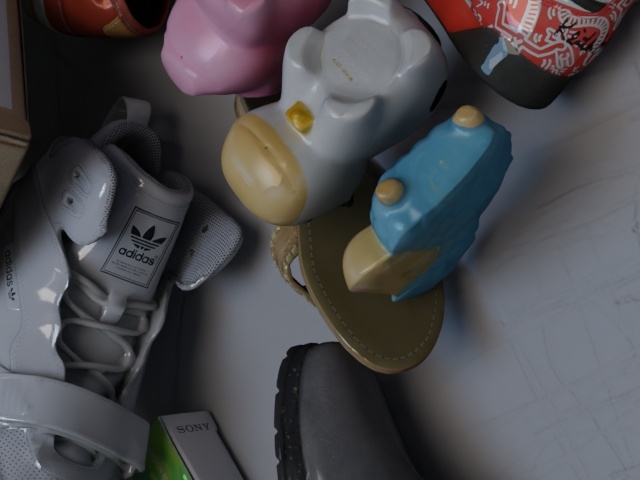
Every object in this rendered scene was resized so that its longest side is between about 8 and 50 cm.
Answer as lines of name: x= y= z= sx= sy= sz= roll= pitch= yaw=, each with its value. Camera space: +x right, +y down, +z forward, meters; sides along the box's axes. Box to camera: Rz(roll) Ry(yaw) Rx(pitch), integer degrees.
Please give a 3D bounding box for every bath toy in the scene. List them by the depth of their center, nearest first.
bath toy: x=-0.029 y=-0.126 z=1.129 sx=0.151 sy=0.129 sz=0.348 roll=-36 pitch=69 yaw=-1

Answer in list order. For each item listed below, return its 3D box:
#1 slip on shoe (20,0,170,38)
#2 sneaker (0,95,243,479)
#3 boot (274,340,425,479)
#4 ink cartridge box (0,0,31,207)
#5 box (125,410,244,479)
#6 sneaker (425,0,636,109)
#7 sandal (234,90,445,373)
slip on shoe: x=-0.115 y=-0.291 z=1.248 sx=0.101 sy=0.123 sz=0.331 roll=21 pitch=106 yaw=22
sneaker: x=-0.157 y=0.070 z=1.204 sx=0.210 sy=0.137 sz=0.365 roll=-42 pitch=41 yaw=27
boot: x=0.114 y=0.184 z=1.072 sx=0.223 sy=0.118 sz=0.338 roll=-26 pitch=69 yaw=22
ink cartridge box: x=-0.268 y=-0.074 z=1.228 sx=0.193 sy=0.088 sz=0.234 roll=-60 pitch=27 yaw=33
box: x=-0.135 y=0.303 z=1.279 sx=0.322 sy=0.058 sz=0.232 roll=-45 pitch=64 yaw=26
sneaker: x=0.093 y=-0.219 z=1.096 sx=0.145 sy=0.090 sz=0.270 roll=-49 pitch=65 yaw=25
sandal: x=0.006 y=-0.001 z=1.182 sx=0.079 sy=0.088 sz=0.240 roll=110 pitch=141 yaw=-53
